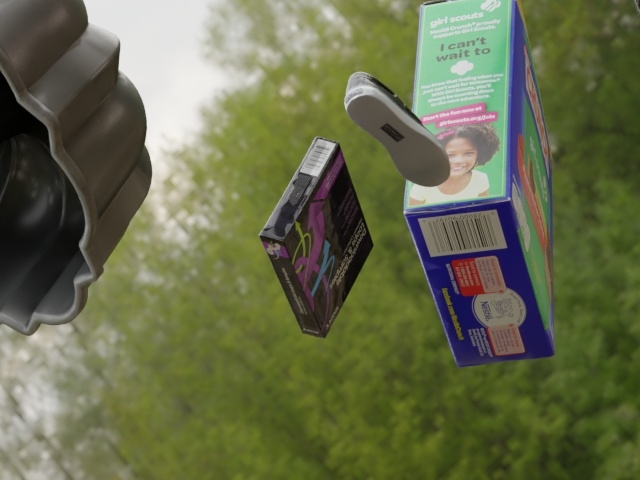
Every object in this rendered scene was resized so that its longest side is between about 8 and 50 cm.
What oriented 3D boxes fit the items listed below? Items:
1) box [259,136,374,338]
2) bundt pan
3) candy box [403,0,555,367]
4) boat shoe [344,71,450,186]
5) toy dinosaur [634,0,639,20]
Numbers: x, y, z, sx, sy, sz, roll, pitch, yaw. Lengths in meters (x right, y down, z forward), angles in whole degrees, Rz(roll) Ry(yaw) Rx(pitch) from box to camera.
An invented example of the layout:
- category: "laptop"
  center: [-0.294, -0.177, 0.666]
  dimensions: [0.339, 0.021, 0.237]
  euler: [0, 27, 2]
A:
- category: "box"
  center: [0.000, 0.000, 1.529]
  dimensions: [0.116, 0.029, 0.162]
  euler: [-61, -27, -27]
- category: "bundt pan"
  center: [-0.253, -0.098, 1.166]
  dimensions: [0.124, 0.331, 0.331]
  euler: [-50, -2, -37]
- category: "candy box"
  center: [0.181, -0.068, 1.825]
  dimensions: [0.122, 0.317, 0.268]
  euler: [-7, -42, 14]
- category: "boat shoe"
  center: [0.073, -0.103, 1.533]
  dimensions: [0.049, 0.142, 0.040]
  euler: [-29, 40, 24]
- category: "toy dinosaur"
  center: [0.250, -0.142, 1.006]
  dimensions: [0.218, 0.164, 0.322]
  euler: [-27, -56, -43]
